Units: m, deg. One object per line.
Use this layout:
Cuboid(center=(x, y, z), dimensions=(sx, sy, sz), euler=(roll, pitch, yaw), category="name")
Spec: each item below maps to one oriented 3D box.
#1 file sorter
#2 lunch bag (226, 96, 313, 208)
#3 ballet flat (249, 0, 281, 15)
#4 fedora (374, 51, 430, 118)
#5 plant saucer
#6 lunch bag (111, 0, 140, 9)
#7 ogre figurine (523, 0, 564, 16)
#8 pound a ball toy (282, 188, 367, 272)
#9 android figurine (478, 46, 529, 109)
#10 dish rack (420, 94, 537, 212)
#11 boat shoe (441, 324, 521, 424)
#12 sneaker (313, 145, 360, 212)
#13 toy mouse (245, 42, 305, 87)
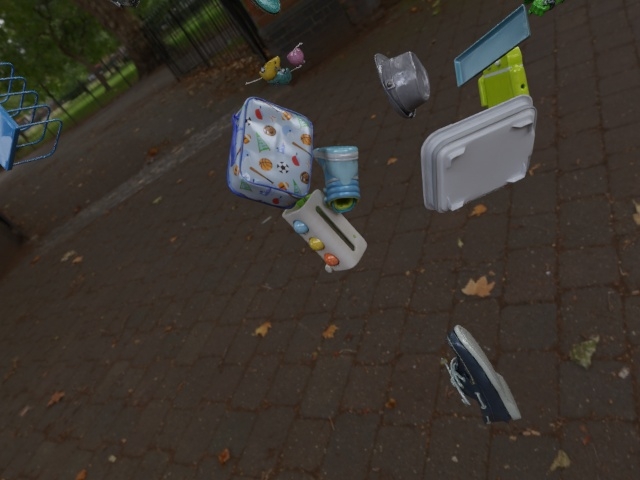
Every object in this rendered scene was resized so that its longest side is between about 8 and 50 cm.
Cuboid(center=(-0.612, -0.249, 0.937), dimensions=(0.118, 0.170, 0.104), euler=(-46, -7, 40), category="file sorter")
Cuboid(center=(-0.146, -0.253, 1.353), dimensions=(0.115, 0.243, 0.303), euler=(-36, 47, 54), category="lunch bag")
Cuboid(center=(-0.205, -0.744, 1.407), dimensions=(0.073, 0.206, 0.067), euler=(-52, 18, -8), category="ballet flat")
Cuboid(center=(0.322, -0.598, 1.769), dimensions=(0.124, 0.244, 0.275), euler=(-21, 76, 35), category="fedora")
Cuboid(center=(0.341, -0.383, 0.954), dimensions=(0.192, 0.018, 0.067), euler=(153, 115, -63), category="plant saucer")
Cuboid(center=(-0.537, -0.745, 1.165), dimensions=(0.169, 0.235, 0.287), euler=(-78, 8, -78), category="lunch bag")
Cuboid(center=(0.439, -0.543, 0.999), dimensions=(0.118, 0.096, 0.197), euler=(-17, 41, -21), category="ogre figurine")
Cuboid(center=(0.000, 0.000, 1.615), dimensions=(0.208, 0.319, 0.135), euler=(-13, 36, 51), category="pound a ball toy")
Cuboid(center=(0.542, -0.464, 1.414), dimensions=(0.056, 0.272, 0.248), euler=(-16, 14, -2), category="android figurine")
Cuboid(center=(0.439, -0.214, 1.288), dimensions=(0.333, 0.285, 0.072), euler=(-25, 48, -6), category="dish rack")
Cuboid(center=(0.278, 0.249, 0.854), dimensions=(0.079, 0.254, 0.095), euler=(-29, 35, 17), category="boat shoe")
Cuboid(center=(0.049, -0.201, 1.553), dimensions=(0.127, 0.208, 0.319), euler=(-5, 11, -4), category="sneaker")
Cuboid(center=(-0.079, -0.408, 1.135), dimensions=(0.161, 0.031, 0.143), euler=(-33, -4, 32), category="toy mouse")
